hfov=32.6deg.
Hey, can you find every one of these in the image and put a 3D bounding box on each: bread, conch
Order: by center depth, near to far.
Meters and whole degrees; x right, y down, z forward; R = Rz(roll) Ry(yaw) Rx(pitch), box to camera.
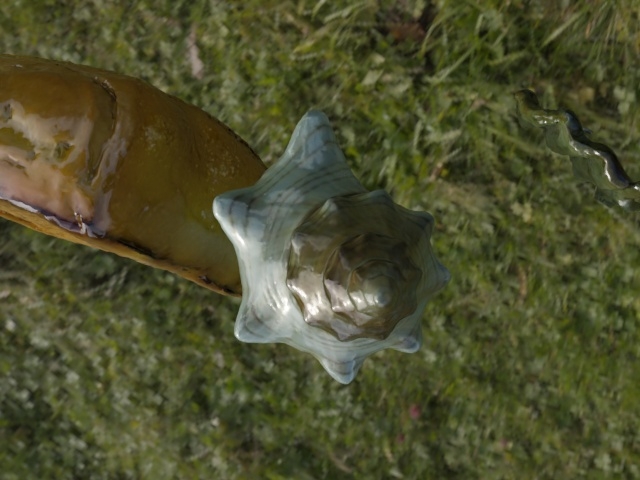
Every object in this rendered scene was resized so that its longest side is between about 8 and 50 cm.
[{"bbox_3d":[-0.008,0.001,0.629,0.234,0.114,0.137,39,144,52],"label":"conch"},{"bbox_3d":[-0.219,-0.073,1.016,0.327,0.148,0.337,16,173,33],"label":"bread"}]

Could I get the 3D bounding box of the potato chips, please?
[{"bbox_3d":[0.147,-0.051,0.616,0.028,0.207,0.092,-45,85,12],"label":"potato chips"}]
